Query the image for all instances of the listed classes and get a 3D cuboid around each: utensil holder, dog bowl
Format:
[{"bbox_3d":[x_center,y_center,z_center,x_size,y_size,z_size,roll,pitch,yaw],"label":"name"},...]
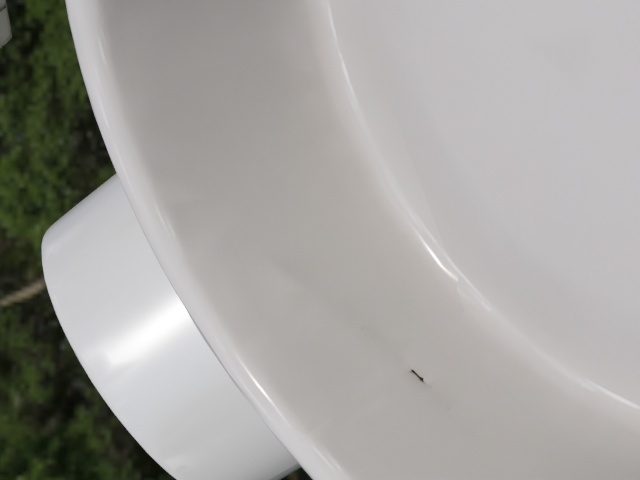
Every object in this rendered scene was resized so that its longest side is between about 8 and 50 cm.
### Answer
[{"bbox_3d":[0.000,0.000,1.287,0.327,0.385,0.327,53,-169,-15],"label":"utensil holder"},{"bbox_3d":[0.052,-0.026,0.424,0.349,0.102,0.348,39,147,31],"label":"dog bowl"}]

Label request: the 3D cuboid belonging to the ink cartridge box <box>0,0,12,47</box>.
[{"bbox_3d":[-0.297,-0.152,0.852,0.171,0.168,0.233,52,171,-5],"label":"ink cartridge box"}]
